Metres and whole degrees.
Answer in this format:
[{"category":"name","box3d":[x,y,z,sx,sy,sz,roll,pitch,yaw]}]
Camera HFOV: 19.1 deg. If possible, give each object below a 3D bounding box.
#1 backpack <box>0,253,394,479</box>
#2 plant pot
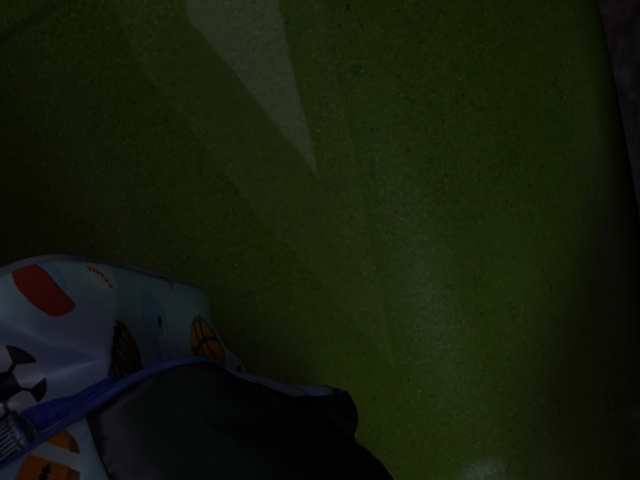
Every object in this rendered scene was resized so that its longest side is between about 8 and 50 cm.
[{"category":"backpack","box3d":[-0.106,0.137,0.661,0.263,0.276,0.213,-38,71,8]},{"category":"plant pot","box3d":[0.000,0.000,0.903,0.367,0.366,0.353,-20,80,-1]}]
